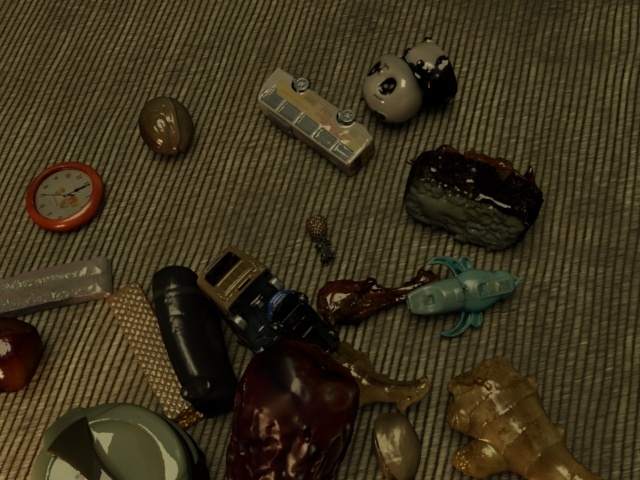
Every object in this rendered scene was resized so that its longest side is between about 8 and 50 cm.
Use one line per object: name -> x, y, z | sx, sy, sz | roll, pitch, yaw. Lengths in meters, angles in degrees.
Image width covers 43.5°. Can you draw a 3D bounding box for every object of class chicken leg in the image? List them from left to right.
chicken leg -> 0.139, 0.132, 1.871 | 0.304, 0.093, 0.113 | -9, 82, -8

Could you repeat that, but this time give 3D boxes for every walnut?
walnut -> -0.404, -0.300, 2.094 | 0.140, 0.140, 0.162 | -26, 55, -7

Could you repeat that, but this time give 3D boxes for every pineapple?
pineapple -> 0.000, 0.000, 1.956 | 0.058, 0.058, 0.124 | -15, 65, -2

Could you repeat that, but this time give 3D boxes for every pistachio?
pistachio -> 0.160, 0.440, 1.703 | 0.113, 0.113, 0.149 | -11, 63, 0

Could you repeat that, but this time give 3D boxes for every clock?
clock -> -0.660, -0.114, 2.075 | 0.205, 0.051, 0.205 | -2, 63, 5

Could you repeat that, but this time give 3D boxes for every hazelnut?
hazelnut -> -0.741, 0.266, 1.851 | 0.204, 0.178, 0.178 | -6, 64, 8

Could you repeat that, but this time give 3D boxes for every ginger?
ginger -> 0.082, 0.306, 1.774 | 0.333, 0.081, 0.148 | 13, 51, 26
ginger -> 0.406, 0.427, 1.659 | 0.236, 0.166, 0.375 | -25, 59, -17

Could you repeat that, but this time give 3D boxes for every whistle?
whistle -> 0.329, 0.119, 1.831 | 0.274, 0.093, 0.186 | -10, 89, -10

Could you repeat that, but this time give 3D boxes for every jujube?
jujube -> -0.062, 0.382, 1.640 | 0.258, 0.377, 0.258 | 11, 22, -4

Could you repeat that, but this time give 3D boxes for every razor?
razor -> -0.277, 0.225, 1.792 | 0.113, 0.204, 0.349 | -25, 63, 9

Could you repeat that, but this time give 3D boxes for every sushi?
sushi -> 0.349, -0.108, 1.917 | 0.343, 0.196, 0.182 | 22, 50, 10

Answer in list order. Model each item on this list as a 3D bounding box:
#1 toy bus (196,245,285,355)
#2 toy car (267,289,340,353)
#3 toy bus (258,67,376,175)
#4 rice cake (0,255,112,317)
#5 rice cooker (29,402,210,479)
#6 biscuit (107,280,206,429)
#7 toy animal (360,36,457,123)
toy bus -> -0.155, 0.147, 1.779 | 0.157, 0.289, 0.139 | 34, 73, 32
toy car -> -0.043, 0.188, 1.732 | 0.103, 0.216, 0.063 | -47, 31, -14
toy bus -> -0.011, -0.310, 2.085 | 0.342, 0.097, 0.138 | 37, 80, 19
rice cake -> -0.660, 0.115, 1.967 | 0.298, 0.050, 0.106 | -12, 64, 0
rice cooker -> -0.394, 0.494, 1.609 | 0.335, 0.325, 0.335 | -2, 65, 5
biscuit -> -0.385, 0.264, 1.867 | 0.094, 0.054, 0.379 | -30, 66, -8
toy animal -> 0.221, -0.401, 2.063 | 0.235, 0.165, 0.187 | -20, 42, -5
